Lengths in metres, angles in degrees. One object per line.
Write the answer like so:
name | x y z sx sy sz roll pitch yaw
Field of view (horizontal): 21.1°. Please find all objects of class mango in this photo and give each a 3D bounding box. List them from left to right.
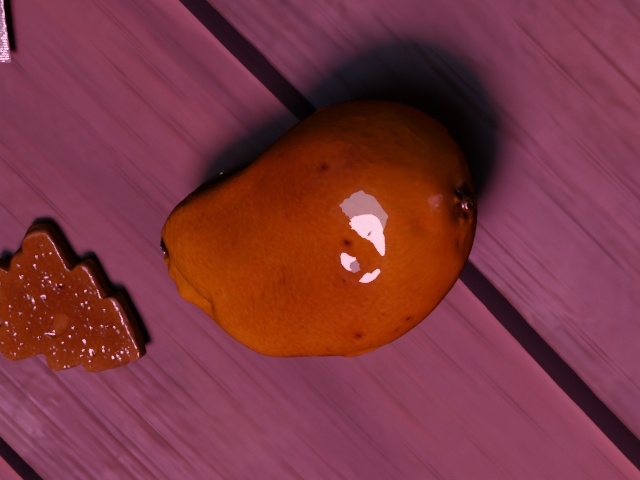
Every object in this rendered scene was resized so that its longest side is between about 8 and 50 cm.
mango | 0.003 -0.001 0.754 0.159 0.084 0.105 -21 89 49

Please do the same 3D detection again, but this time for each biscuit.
biscuit | -0.127 0.035 0.872 0.092 0.016 0.082 23 117 11

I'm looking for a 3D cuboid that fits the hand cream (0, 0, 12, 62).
hand cream | -0.238 -0.132 0.820 0.186 0.054 0.087 7 121 14
